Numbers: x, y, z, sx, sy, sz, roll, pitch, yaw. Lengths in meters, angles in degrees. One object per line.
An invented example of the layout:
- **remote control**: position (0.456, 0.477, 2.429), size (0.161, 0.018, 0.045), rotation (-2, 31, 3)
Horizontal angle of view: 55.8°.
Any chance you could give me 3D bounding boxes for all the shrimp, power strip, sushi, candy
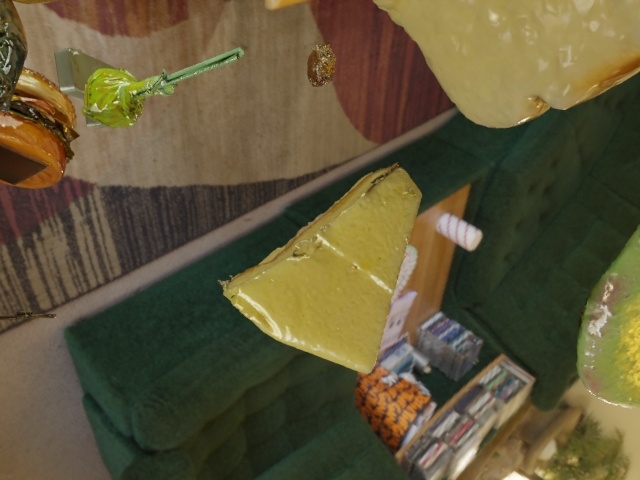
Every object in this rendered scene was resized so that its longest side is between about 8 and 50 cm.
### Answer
- **shrimp**: position (-0.448, -0.264, 0.797), size (0.051, 0.217, 0.150), rotation (-11, 156, 7)
- **power strip**: position (-0.481, -0.318, 1.303), size (0.215, 0.061, 0.145), rotation (-23, 107, -79)
- **sushi**: position (0.006, -0.342, 1.168), size (0.061, 0.118, 0.060), rotation (19, 144, -39)
- **candy**: position (-0.203, -0.203, 0.775), size (0.077, 0.262, 0.073), rotation (43, 47, -46)

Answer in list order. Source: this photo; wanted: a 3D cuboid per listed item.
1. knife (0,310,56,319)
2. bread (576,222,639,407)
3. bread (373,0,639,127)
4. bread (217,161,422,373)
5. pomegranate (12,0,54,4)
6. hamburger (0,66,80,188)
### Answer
- **knife**: position (-0.798, 0.198, 1.593), size (0.222, 0.045, 0.021), rotation (6, 93, -49)
- **bread**: position (0.365, 0.042, 0.558), size (0.301, 0.045, 0.301), rotation (-14, 124, -21)
- **bread**: position (0.213, -0.273, 0.317), size (0.390, 0.279, 0.371), rotation (-34, 179, -22)
- **bread**: position (0.000, 0.000, 0.768), size (0.263, 0.198, 0.236), rotation (-152, -96, -84)
- **pomegranate**: position (-0.451, -0.500, 0.909), size (0.281, 0.281, 0.281), rotation (-32, 141, -31)
- **hamburger**: position (-0.702, -0.268, 1.383), size (0.291, 0.291, 0.225), rotation (50, 41, -56)
